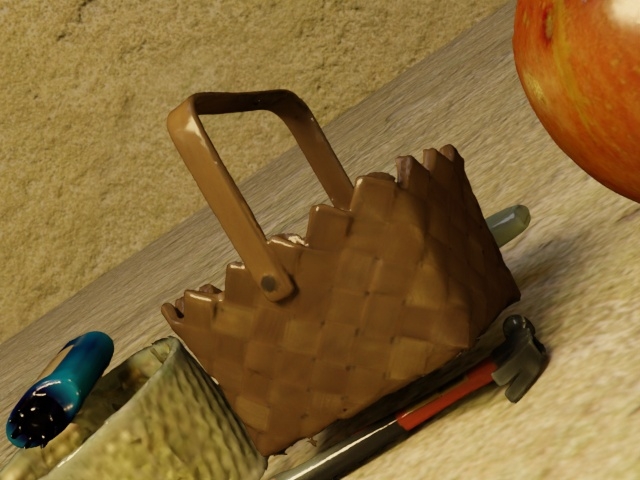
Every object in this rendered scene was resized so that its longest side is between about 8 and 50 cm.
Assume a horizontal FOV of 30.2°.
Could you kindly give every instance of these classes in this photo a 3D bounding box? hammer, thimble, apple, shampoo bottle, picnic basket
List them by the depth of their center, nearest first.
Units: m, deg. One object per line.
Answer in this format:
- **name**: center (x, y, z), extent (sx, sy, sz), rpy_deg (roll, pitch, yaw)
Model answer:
- **apple**: center (0.345, -0.177, 1.026), extent (0.339, 0.339, 0.339), rpy_deg (-32, 12, 8)
- **hammer**: center (0.071, 0.161, 1.054), extent (0.288, 0.033, 0.111), rpy_deg (-32, 11, 9)
- **picnic basket**: center (0.000, 0.000, 1.109), extent (0.291, 0.321, 0.254), rpy_deg (-33, -6, 25)
- **thimble**: center (-0.188, 0.227, 1.135), extent (0.271, 0.150, 0.271), rpy_deg (-37, 9, 7)
- **shampoo bottle**: center (-0.252, 0.146, 1.139), extent (0.087, 0.050, 0.183), rpy_deg (-40, 9, 11)

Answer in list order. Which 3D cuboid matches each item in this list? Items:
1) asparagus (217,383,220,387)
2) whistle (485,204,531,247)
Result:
- **asparagus**: center (-0.166, 0.219, 1.336), extent (0.343, 0.082, 0.085), rpy_deg (-25, 39, 38)
- **whistle**: center (0.121, 0.030, 1.275), extent (0.253, 0.106, 0.101), rpy_deg (-34, 41, 34)
